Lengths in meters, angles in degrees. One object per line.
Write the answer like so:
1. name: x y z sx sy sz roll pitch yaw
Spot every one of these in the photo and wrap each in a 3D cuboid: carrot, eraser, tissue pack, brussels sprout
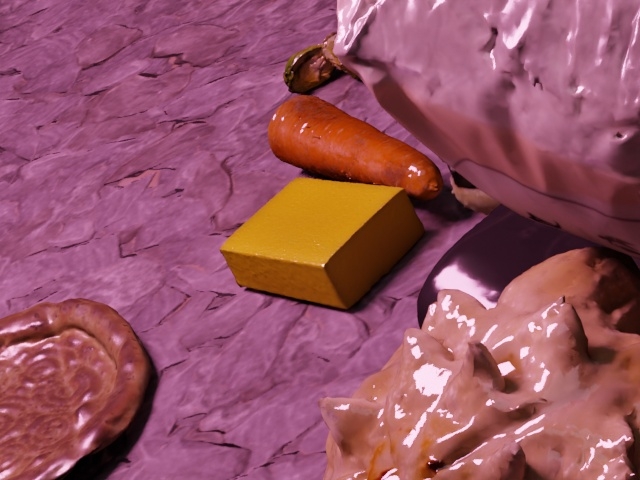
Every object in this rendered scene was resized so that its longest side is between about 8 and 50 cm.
1. carrot: 0.035 -0.065 1.519 0.061 0.061 0.210 -37 30 -17
2. eraser: 0.000 0.000 1.466 0.122 0.045 0.097 7 44 47
3. tissue pack: 0.237 -0.068 1.013 0.390 0.375 0.195 16 92 36
4. brussels sprout: 0.007 -0.158 1.707 0.083 0.046 0.051 -12 26 26

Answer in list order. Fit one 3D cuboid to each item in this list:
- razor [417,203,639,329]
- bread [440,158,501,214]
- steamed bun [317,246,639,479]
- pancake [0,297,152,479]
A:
1. razor: 0.214 0.065 1.119 0.204 0.113 0.349 -33 31 -18
2. bread: 0.183 -0.083 1.437 0.207 0.056 0.286 -33 27 -13
3. steamed bun: 0.086 0.130 0.993 0.295 0.137 0.292 24 86 56
4. pancake: -0.238 0.133 1.459 0.250 0.031 0.250 -20 31 13
